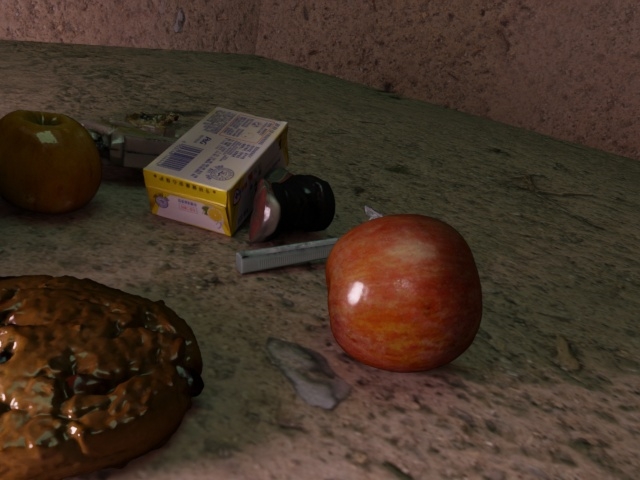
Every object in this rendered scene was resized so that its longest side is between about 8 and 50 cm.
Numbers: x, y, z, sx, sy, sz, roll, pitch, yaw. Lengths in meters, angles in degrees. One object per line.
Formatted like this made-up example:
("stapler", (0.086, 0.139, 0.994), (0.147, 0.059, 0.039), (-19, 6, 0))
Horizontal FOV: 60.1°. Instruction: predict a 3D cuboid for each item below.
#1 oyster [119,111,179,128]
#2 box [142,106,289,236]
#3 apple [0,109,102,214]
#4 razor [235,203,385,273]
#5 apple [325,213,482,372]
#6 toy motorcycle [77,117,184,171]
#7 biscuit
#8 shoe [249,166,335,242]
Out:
("oyster", (-0.461, -0.322, 1.492), (0.166, 0.053, 0.108), (1, 14, -4))
("box", (-0.181, -0.137, 1.027), (0.168, 0.097, 0.265), (15, 41, 12))
("apple", (-0.456, -0.132, 0.914), (0.182, 0.155, 0.182), (11, 16, -3))
("razor", (-0.001, 0.010, 0.887), (0.278, 0.056, 0.111), (-16, 29, -22))
("apple", (0.093, 0.062, 0.663), (0.174, 0.188, 0.188), (-3, 24, -4))
("toy motorcycle", (-0.385, -0.195, 1.155), (0.341, 0.107, 0.223), (2, 15, -32))
("biscuit", (-0.261, 0.112, 0.538), (0.296, 0.075, 0.296), (9, 24, -4))
("shoe", (-0.043, -0.055, 0.974), (0.137, 0.114, 0.291), (13, 18, 4))
